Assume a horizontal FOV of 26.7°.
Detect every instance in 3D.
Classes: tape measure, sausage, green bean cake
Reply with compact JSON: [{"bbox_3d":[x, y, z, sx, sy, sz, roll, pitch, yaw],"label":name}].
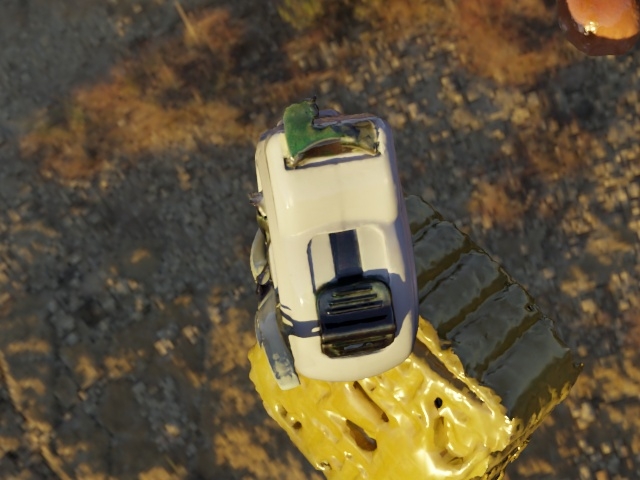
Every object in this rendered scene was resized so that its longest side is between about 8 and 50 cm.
[{"bbox_3d":[0.001,0.004,0.863,0.105,0.178,0.196,-10,2,-5],"label":"tape measure"},{"bbox_3d":[0.235,-0.250,1.141,0.077,0.077,0.194,-4,79,21],"label":"sausage"},{"bbox_3d":[0.066,0.104,1.070,0.229,0.224,0.131,45,47,15],"label":"green bean cake"}]
